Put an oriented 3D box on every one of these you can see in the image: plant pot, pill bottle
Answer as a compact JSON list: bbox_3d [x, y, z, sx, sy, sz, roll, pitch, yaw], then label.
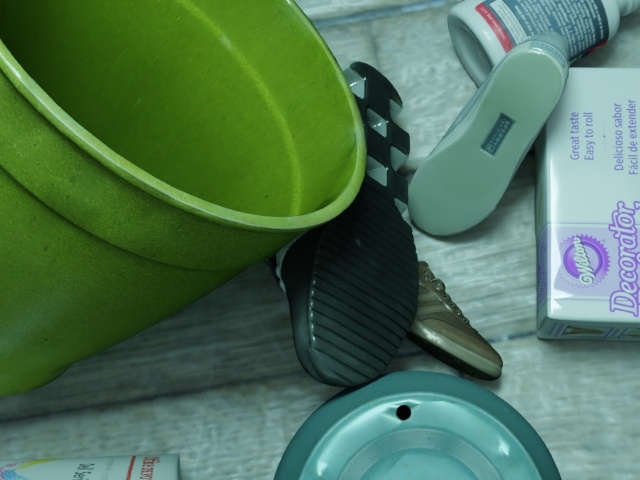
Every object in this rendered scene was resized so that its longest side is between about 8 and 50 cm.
[{"bbox_3d":[-0.213,-0.059,0.897,0.353,0.366,0.367,-43,73,32],"label":"plant pot"},{"bbox_3d":[0.224,-0.220,1.049,0.180,0.108,0.108,-31,75,-3],"label":"pill bottle"},{"bbox_3d":[0.077,0.227,0.870,0.271,0.255,0.272,-1,76,4],"label":"plant pot"}]

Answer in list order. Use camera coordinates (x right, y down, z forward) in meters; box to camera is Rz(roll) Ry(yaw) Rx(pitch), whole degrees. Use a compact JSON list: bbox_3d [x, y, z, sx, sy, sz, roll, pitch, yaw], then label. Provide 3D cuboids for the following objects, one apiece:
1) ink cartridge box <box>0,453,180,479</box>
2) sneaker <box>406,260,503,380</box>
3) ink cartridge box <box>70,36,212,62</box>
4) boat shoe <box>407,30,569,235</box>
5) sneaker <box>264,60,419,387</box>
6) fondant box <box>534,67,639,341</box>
[{"bbox_3d":[-0.216,0.245,0.879,0.353,0.207,0.119,0,87,-8],"label":"ink cartridge box"},{"bbox_3d":[0.096,0.057,1.009,0.188,0.066,0.071,31,79,11],"label":"sneaker"},{"bbox_3d":[-0.148,-0.291,1.090,0.207,0.117,0.283,-3,75,3],"label":"ink cartridge box"},{"bbox_3d":[0.159,-0.096,0.999,0.079,0.227,0.081,36,39,4],"label":"boat shoe"},{"bbox_3d":[0.000,0.000,0.972,0.146,0.122,0.331,-28,39,34],"label":"sneaker"},{"bbox_3d":[0.366,-0.030,0.996,0.330,0.096,0.238,1,75,6],"label":"fondant box"}]
